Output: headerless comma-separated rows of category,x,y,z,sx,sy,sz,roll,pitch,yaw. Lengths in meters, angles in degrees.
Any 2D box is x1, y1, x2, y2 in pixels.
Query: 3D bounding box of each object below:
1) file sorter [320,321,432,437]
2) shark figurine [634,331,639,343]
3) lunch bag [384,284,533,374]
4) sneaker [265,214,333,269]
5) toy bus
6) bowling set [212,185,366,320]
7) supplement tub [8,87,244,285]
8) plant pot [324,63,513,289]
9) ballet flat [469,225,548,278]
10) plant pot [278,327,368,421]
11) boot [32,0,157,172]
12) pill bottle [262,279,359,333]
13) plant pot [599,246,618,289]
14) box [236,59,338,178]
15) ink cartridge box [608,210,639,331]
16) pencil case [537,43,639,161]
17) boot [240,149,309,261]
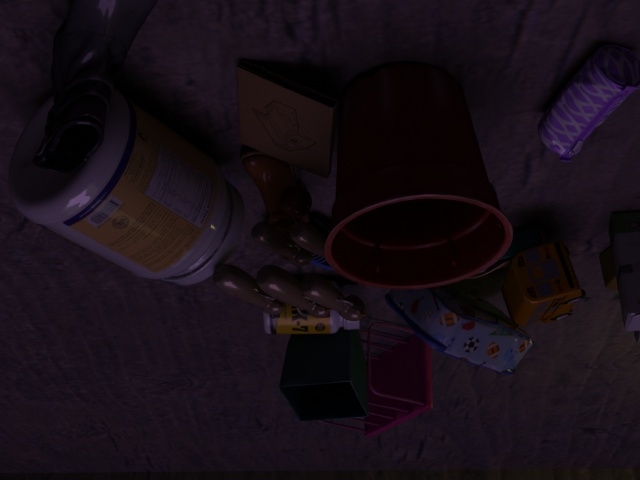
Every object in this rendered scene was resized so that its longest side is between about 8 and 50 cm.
file sorter,0.124,0.347,2.341,0.182,0.202,0.291,16,148,-24
shark figurine,0.753,0.097,1.881,0.278,0.116,0.166,-23,145,-7
lunch bag,0.296,0.171,1.999,0.303,0.243,0.115,24,101,-33
sneaker,0.000,0.000,1.819,0.232,0.081,0.090,10,158,-13
toy bus,0.444,0.097,1.874,0.130,0.108,0.332,-18,164,2
bowling set,-0.019,0.026,1.522,0.287,0.199,0.154,7,160,47
supplement tub,-0.303,-0.080,1.509,0.241,0.241,0.331,-17,147,30
plant pot,0.136,-0.105,1.414,0.273,0.265,0.272,-2,150,-1
ballet flat,0.350,0.034,1.883,0.232,0.080,0.073,-15,159,28
plant pot,0.018,0.270,2.150,0.166,0.234,0.165,-7,140,15
boot,-0.290,-0.237,1.232,0.118,0.222,0.338,13,150,-20
pill bottle,-0.018,0.147,2.056,0.209,0.119,0.119,-1,152,3
plant pot,0.628,0.047,1.896,0.081,0.081,0.083,6,147,-10
box,-0.054,-0.186,1.466,0.164,0.021,0.201,25,153,10
ink cartridge box,0.642,0.055,1.758,0.160,0.219,0.092,-4,151,9
pencil case,0.406,-0.206,1.416,0.086,0.088,0.206,5,151,-12
boot,-0.076,-0.060,1.633,0.073,0.152,0.197,-15,148,28
